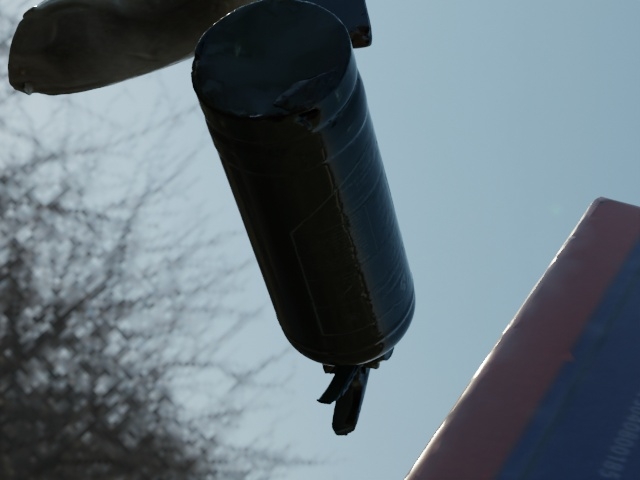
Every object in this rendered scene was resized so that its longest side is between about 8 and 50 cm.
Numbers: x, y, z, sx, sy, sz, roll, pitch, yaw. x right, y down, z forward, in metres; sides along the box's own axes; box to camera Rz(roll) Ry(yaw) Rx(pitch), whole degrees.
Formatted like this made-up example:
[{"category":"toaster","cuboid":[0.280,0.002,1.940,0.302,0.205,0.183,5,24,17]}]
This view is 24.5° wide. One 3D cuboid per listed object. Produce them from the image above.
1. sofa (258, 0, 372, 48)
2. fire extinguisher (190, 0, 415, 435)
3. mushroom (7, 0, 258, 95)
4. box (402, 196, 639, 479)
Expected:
[{"category":"sofa","cuboid":[-0.008,-0.196,1.211,0.060,0.085,0.147,90,-9,-50]},{"category":"fire extinguisher","cuboid":[0.000,0.000,0.927,0.095,0.114,0.311,8,-35,21]},{"category":"mushroom","cuboid":[-0.171,-0.227,1.486,0.097,0.351,0.109,-34,107,-69]},{"category":"box","cuboid":[0.119,0.217,0.363,0.257,0.348,0.319,15,-62,20]}]
